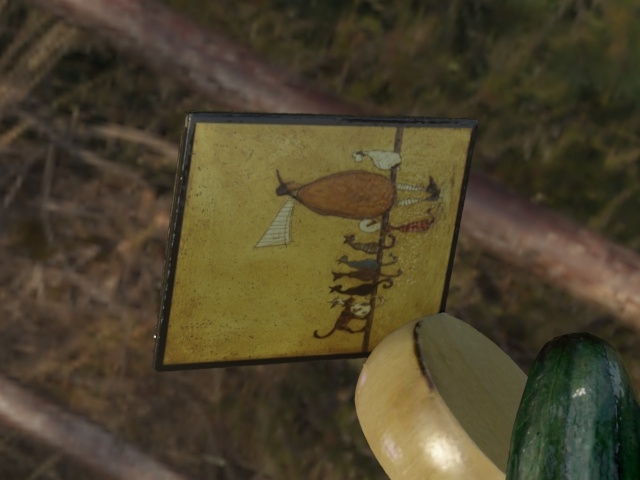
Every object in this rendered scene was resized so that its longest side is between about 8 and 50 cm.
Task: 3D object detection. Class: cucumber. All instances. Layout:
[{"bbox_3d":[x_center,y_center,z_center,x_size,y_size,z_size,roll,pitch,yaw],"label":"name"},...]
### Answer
[{"bbox_3d":[0.182,0.172,1.192,0.115,0.063,0.244,2,63,-3],"label":"cucumber"}]

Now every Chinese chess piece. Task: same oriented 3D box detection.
[{"bbox_3d":[0.145,0.190,1.673,0.251,0.097,0.251,39,23,-20],"label":"Chinese chess piece"}]

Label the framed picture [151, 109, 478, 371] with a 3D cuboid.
[{"bbox_3d":[0.000,0.000,1.674,0.338,0.255,0.014,-1,17,-33],"label":"framed picture"}]
